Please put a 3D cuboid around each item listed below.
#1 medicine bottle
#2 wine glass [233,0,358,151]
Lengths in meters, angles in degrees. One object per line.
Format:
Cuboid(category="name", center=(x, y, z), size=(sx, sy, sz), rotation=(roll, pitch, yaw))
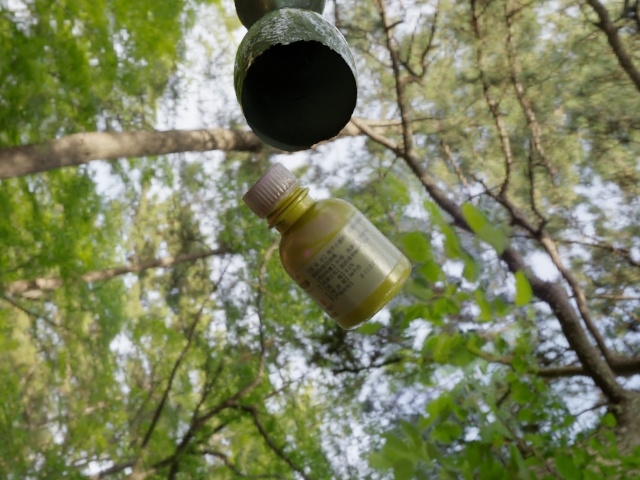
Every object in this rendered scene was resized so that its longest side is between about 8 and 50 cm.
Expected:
Cuboid(category="medicine bottle", center=(0.000, 0.000, 0.965), size=(0.212, 0.122, 0.122), rotation=(44, -38, -4))
Cuboid(category="wine glass", center=(-0.110, -0.155, 0.678), size=(0.309, 0.264, 0.096), rotation=(-99, 175, -59))
